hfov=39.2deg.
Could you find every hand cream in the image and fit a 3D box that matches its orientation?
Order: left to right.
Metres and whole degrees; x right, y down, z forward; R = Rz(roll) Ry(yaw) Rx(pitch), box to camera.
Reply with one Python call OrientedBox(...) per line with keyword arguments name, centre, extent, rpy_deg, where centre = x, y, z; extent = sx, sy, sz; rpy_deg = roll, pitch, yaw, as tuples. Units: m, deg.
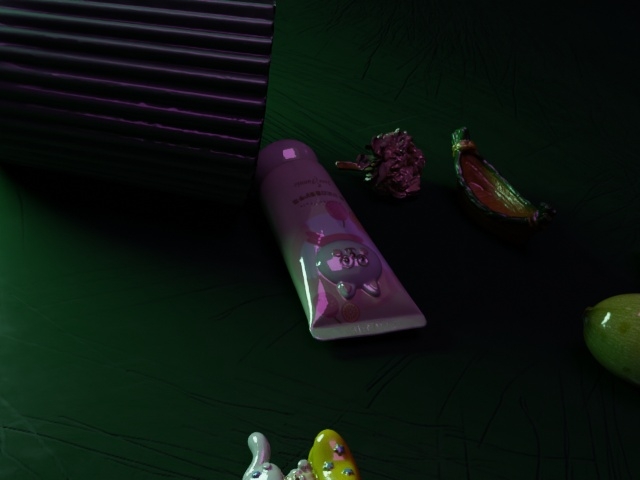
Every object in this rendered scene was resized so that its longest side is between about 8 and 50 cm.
OrientedBox(name="hand cream", centre=(0.000, 0.000, 1.081), extent=(0.147, 0.093, 0.306), rpy_deg=(-4, 46, -28))

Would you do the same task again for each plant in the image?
OrientedBox(name="plant", centre=(0.086, -0.103, 1.301), extent=(0.121, 0.105, 0.116), rpy_deg=(-5, -17, 24))

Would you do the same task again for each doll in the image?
OrientedBox(name="doll", centre=(-0.024, 0.211, 0.761), extent=(0.113, 0.072, 0.135), rpy_deg=(-28, 44, -26))

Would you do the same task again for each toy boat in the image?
OrientedBox(name="toy boat", centre=(0.250, -0.074, 1.295), extent=(0.089, 0.088, 0.229), rpy_deg=(-7, 39, -32))

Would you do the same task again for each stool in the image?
OrientedBox(name="stool", centre=(-0.239, -0.204, 1.091), extent=(0.330, 0.297, 0.297), rpy_deg=(6, 33, -11))

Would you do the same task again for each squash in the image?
OrientedBox(name="squash", centre=(0.394, 0.119, 1.039), extent=(0.186, 0.123, 0.123), rpy_deg=(21, 32, 5))
